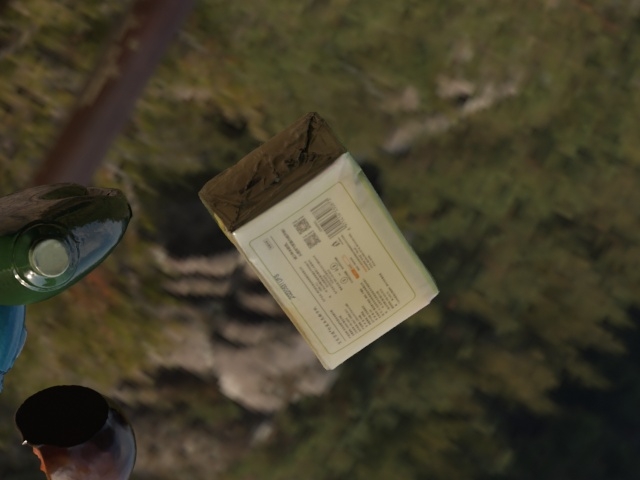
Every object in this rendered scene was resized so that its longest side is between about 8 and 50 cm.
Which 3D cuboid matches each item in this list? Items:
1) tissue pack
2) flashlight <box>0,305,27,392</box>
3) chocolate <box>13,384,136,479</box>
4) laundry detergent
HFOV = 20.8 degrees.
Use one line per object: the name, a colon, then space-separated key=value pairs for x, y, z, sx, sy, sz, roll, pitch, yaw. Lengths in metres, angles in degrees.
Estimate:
tissue pack: x=0.000 y=0.000 z=1.899 sx=0.159 sy=0.125 sz=0.234 roll=-36 pitch=126 yaw=0
flashlight: x=-0.232 y=0.045 z=1.244 sx=0.051 sy=0.051 sz=0.129 roll=44 pitch=51 yaw=-62
chocolate: x=-0.249 y=0.220 z=1.763 sx=0.133 sy=0.127 sz=0.124 roll=86 pitch=26 yaw=-52
laundry detergent: x=-0.182 y=0.001 z=1.130 sx=0.137 sy=0.211 sz=0.063 roll=-22 pitch=98 yaw=-17
